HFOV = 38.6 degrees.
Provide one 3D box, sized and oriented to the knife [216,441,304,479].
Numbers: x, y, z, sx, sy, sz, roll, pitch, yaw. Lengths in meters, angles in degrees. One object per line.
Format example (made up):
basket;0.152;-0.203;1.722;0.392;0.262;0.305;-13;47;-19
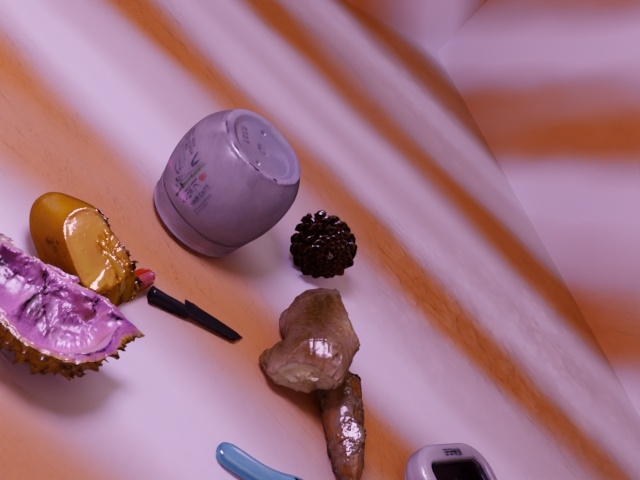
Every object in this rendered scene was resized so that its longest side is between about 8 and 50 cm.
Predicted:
knife;-0.095;0.429;1.653;0.222;0.031;0.064;33;35;-15

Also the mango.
mango;-0.428;0.015;1.615;0.252;0.154;0.126;46;51;13

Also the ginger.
ginger;-0.026;0.208;1.891;0.275;0.221;0.130;45;-20;59

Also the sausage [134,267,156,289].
sausage;-0.361;0.080;1.737;0.050;0.048;0.145;13;19;23

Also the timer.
timer;0.294;0.551;1.941;0.262;0.087;0.237;10;45;-47

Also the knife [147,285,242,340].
knife;-0.246;0.147;1.826;0.230;0.028;0.060;32;20;-26

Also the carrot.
carrot;0.050;0.390;1.841;0.101;0.102;0.263;26;40;-32

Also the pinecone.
pinecone;0.002;0.002;2.192;0.163;0.163;0.165;31;21;-25

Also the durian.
durian;-0.471;0.126;1.479;0.341;0.112;0.191;33;40;-5

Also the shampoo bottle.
shampoo bottle;-0.200;-0.123;1.968;0.273;0.266;0.273;35;30;-24
